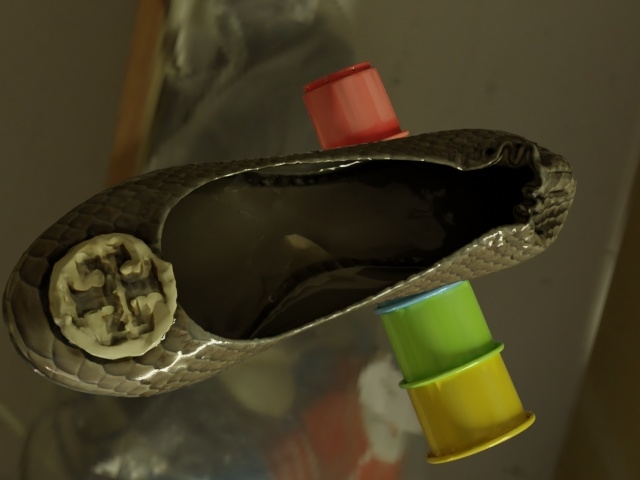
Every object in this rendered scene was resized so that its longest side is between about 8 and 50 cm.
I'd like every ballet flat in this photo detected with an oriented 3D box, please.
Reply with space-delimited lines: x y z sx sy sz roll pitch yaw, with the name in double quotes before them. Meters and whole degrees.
"ballet flat" 0.000 0.000 0.623 0.058 0.250 0.084 -24 -100 61

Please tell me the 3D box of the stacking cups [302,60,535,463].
"stacking cups" 0.063 0.017 1.279 0.096 0.096 0.316 -107 172 -89
